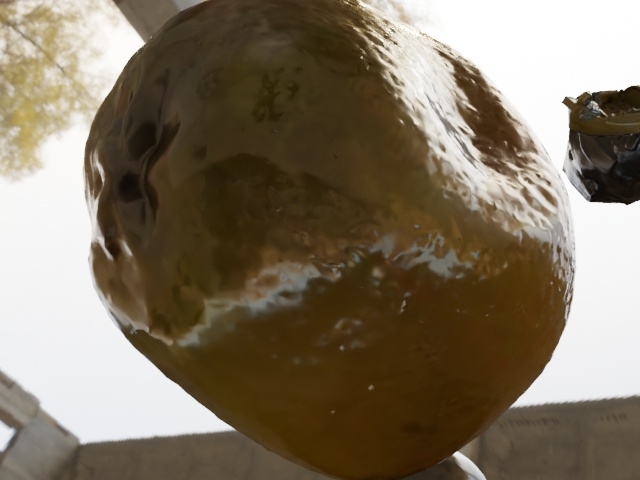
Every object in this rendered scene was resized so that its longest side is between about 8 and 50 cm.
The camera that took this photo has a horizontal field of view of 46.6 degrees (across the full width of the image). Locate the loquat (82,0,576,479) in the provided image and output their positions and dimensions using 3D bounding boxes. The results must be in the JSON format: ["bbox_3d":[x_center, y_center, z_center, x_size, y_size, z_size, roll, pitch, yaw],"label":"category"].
[{"bbox_3d":[0.000,0.000,0.447,0.276,0.284,0.276,-24,-123,44],"label":"loquat"}]

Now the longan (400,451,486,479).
[{"bbox_3d":[0.147,0.376,1.062,0.185,0.204,0.159,-41,-170,1],"label":"longan"}]

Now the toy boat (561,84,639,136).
[{"bbox_3d":[0.307,-0.139,0.775,0.149,0.049,0.047,-7,-134,-28],"label":"toy boat"}]

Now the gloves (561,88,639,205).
[{"bbox_3d":[0.411,-0.138,0.991,0.124,0.203,0.164,-39,-121,-18],"label":"gloves"}]
